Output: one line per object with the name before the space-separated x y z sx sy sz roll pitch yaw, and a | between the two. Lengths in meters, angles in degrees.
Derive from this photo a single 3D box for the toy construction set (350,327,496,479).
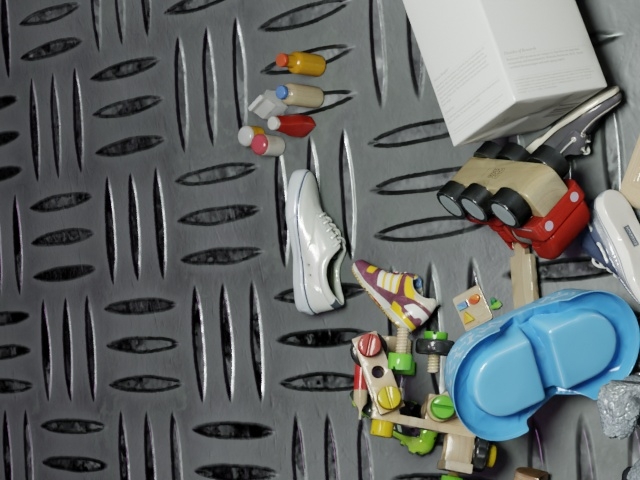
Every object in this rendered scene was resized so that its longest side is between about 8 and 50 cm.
toy construction set | 0.144 0.266 1.826 0.309 0.257 0.237 -10 74 63

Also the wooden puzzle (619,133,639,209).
wooden puzzle | 0.545 -0.126 1.615 0.221 0.044 0.239 28 112 37

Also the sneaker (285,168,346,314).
sneaker | 0.000 0.000 2.065 0.091 0.094 0.258 -6 90 23

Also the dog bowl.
dog bowl | 0.310 0.168 1.677 0.074 0.297 0.166 -143 33 -67

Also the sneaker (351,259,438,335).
sneaker | 0.126 0.080 1.966 0.084 0.069 0.185 -39 48 -1

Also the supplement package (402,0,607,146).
supplement package | 0.259 -0.314 1.720 0.177 0.175 0.293 -35 70 61

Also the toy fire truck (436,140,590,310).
toy fire truck | 0.307 -0.004 1.740 0.158 0.246 0.217 -47 23 -14

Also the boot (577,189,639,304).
boot | 0.436 0.025 1.701 0.086 0.069 0.190 -41 66 58

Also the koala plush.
koala plush | 0.482 0.304 1.574 0.203 0.196 0.221 4 89 28

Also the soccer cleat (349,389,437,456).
soccer cleat | 0.126 0.291 1.969 0.179 0.060 0.072 33 96 33

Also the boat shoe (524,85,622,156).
boat shoe | 0.377 -0.154 1.750 0.206 0.075 0.065 -39 90 35

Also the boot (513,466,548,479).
boot | 0.367 0.436 1.752 0.197 0.073 0.152 13 103 44

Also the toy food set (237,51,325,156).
toy food set | -0.084 -0.234 2.113 0.232 0.104 0.111 -41 64 33

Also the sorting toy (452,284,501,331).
sorting toy | 0.253 0.104 1.882 0.083 0.012 0.062 -33 69 36
